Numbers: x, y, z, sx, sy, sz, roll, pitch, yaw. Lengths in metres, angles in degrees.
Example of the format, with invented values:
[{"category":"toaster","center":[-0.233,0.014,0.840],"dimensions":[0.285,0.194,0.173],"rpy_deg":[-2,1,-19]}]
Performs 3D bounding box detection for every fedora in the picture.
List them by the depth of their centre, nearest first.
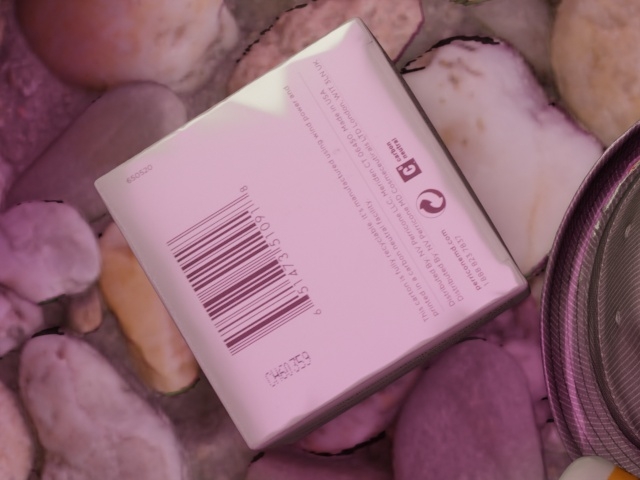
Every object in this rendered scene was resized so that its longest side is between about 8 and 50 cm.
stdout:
[{"category":"fedora","center":[0.244,0.042,0.939],"dimensions":[0.244,0.124,0.275],"rpy_deg":[12,88,9]}]

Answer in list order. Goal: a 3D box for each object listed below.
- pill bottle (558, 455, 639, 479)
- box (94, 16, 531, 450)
[{"category":"pill bottle","center":[0.221,0.247,0.902],"dimensions":[0.278,0.162,0.162],"rpy_deg":[29,91,14]},{"category":"box","center":[0.000,0.000,0.978],"dimensions":[0.182,0.119,0.181],"rpy_deg":[-32,83,4]}]
